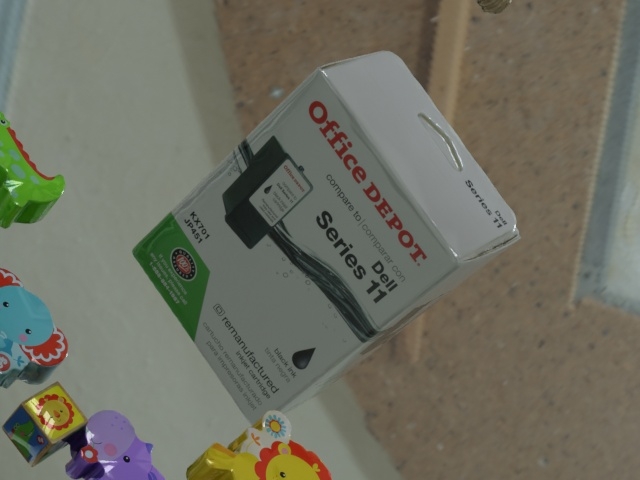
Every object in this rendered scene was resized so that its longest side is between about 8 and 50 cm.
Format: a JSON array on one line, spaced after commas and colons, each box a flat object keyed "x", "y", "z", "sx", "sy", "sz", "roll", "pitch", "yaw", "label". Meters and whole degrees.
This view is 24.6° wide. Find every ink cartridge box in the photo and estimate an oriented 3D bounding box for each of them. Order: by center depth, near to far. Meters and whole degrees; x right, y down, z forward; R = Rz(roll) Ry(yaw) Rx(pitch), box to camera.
[{"x": 0.000, "y": 0.000, "z": 0.942, "sx": 0.208, "sy": 0.087, "sz": 0.153, "roll": -42, "pitch": -101, "yaw": 34, "label": "ink cartridge box"}]

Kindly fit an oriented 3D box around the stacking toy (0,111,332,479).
[{"x": -0.110, "y": 0.066, "z": 0.622, "sx": 0.221, "sy": 0.052, "sz": 0.167, "roll": 51, "pitch": -48, "yaw": 6, "label": "stacking toy"}]

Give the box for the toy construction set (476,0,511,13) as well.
[{"x": 0.132, "y": -0.238, "z": 0.645, "sx": 0.309, "sy": 0.257, "sz": 0.237, "roll": -7, "pitch": -37, "yaw": 38, "label": "toy construction set"}]
